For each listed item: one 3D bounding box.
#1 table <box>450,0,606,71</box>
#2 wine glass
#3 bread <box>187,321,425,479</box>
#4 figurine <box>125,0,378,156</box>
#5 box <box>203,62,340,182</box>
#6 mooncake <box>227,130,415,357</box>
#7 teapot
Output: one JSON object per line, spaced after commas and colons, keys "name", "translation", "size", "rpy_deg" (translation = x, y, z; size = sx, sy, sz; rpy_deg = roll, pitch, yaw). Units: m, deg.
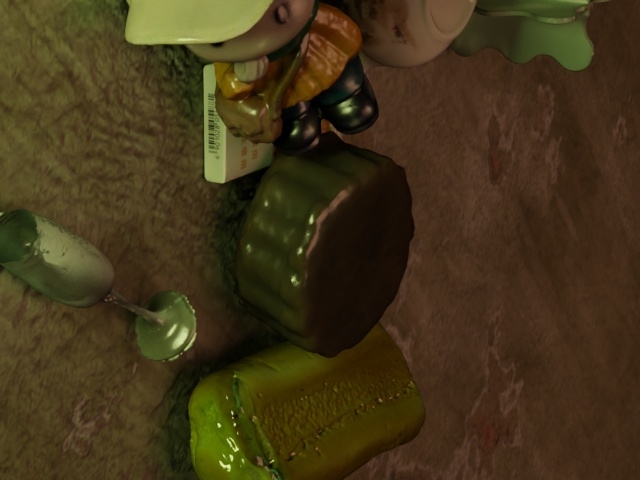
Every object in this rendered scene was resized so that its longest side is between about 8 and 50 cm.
{"name": "table", "translation": [0.241, -0.292, 1.965], "size": [0.166, 0.198, 0.166], "rpy_deg": [-28, 123, -53]}
{"name": "wine glass", "translation": [-0.205, 0.037, 1.454], "size": [0.262, 0.074, 0.074], "rpy_deg": [38, 67, -56]}
{"name": "bread", "translation": [-0.019, 0.190, 1.767], "size": [0.383, 0.112, 0.166], "rpy_deg": [-19, 82, -60]}
{"name": "figurine", "translation": [-0.066, -0.221, 1.501], "size": [0.332, 0.185, 0.204], "rpy_deg": [40, 29, -66]}
{"name": "box", "translation": [-0.046, -0.142, 1.697], "size": [0.220, 0.032, 0.122], "rpy_deg": [-23, 118, -54]}
{"name": "mooncake", "translation": [0.000, 0.000, 1.717], "size": [0.228, 0.124, 0.228], "rpy_deg": [-38, 141, -41]}
{"name": "teapot", "translation": [0.090, -0.304, 1.774], "size": [0.204, 0.139, 0.298], "rpy_deg": [-13, 113, -56]}
